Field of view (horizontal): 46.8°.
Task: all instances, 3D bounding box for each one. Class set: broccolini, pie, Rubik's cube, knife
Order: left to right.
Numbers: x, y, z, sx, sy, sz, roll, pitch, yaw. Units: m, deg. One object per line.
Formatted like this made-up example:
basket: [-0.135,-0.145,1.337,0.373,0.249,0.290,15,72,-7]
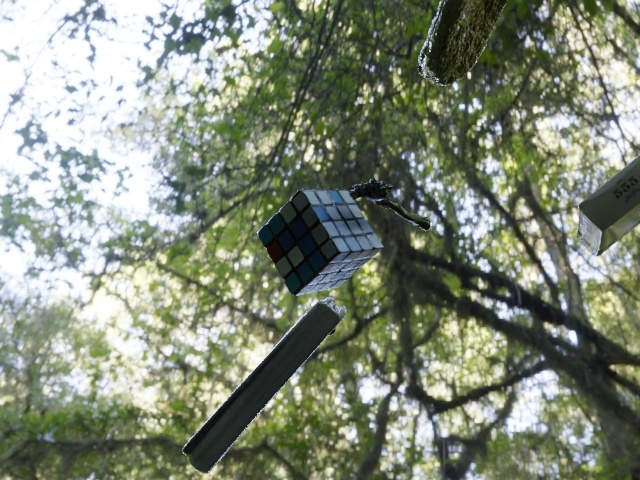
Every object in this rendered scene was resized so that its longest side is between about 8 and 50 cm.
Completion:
knife: [-0.063,0.163,0.835,0.040,0.073,0.265,43,-73,10]
Rubik's cube: [0.000,0.000,1.457,0.151,0.155,0.154,-42,-111,32]
broccolini: [0.154,-0.077,1.506,0.254,0.071,0.057,18,-79,-50]
pie: [0.256,-0.406,1.338,0.078,0.277,0.277,30,-46,22]

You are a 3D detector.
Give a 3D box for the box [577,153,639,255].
box: [0.564,-0.063,1.383,0.168,0.071,0.259,-40,-20,6]
